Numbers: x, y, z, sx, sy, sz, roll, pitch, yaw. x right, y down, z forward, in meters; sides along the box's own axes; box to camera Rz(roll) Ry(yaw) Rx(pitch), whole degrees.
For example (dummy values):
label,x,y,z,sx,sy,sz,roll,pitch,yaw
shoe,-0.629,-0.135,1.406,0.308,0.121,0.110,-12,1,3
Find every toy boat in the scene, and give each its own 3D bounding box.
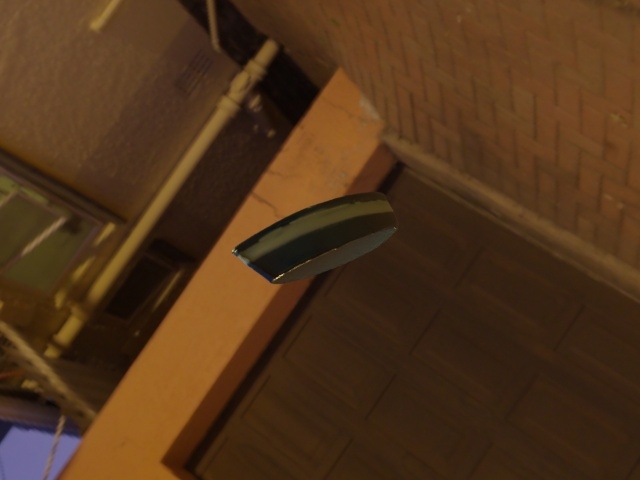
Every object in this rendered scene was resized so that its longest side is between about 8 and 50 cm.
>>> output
label,x,y,z,sx,sy,sz,roll,pitch,yaw
toy boat,0.000,0.000,1.053,0.299,0.096,0.062,-18,-110,-52
